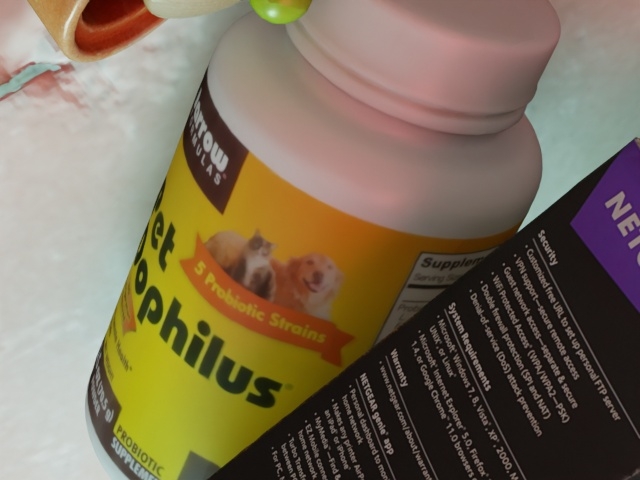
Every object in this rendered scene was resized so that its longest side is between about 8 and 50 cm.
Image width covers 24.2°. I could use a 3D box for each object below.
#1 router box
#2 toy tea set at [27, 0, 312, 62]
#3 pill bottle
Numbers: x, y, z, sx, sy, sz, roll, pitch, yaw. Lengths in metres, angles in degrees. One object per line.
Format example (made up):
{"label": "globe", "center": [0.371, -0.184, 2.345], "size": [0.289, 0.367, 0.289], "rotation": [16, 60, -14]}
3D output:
{"label": "router box", "center": [0.109, 0.104, 0.523], "size": [0.243, 0.081, 0.309], "rotation": [-40, 144, 25]}
{"label": "toy tea set", "center": [-0.061, -0.079, 0.303], "size": [0.200, 0.124, 0.336], "rotation": [-47, 172, 25]}
{"label": "pill bottle", "center": [0.000, 0.000, 0.520], "size": [0.117, 0.117, 0.215], "rotation": [7, 126, -27]}
